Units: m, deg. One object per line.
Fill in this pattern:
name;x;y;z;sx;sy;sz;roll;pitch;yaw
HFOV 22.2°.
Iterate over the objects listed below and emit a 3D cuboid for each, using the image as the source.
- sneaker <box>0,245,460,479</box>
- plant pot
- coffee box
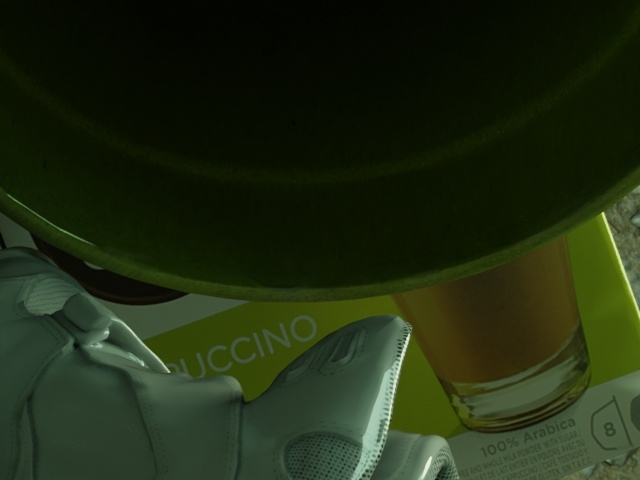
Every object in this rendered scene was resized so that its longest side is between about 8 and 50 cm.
sneaker;-0.055;0.093;0.642;0.366;0.210;0.137;-105;175;-63
plant pot;-0.008;-0.220;0.785;0.366;0.367;0.353;68;12;-46
coffee box;0.000;0.000;1.101;0.338;0.338;0.334;-72;142;-85
